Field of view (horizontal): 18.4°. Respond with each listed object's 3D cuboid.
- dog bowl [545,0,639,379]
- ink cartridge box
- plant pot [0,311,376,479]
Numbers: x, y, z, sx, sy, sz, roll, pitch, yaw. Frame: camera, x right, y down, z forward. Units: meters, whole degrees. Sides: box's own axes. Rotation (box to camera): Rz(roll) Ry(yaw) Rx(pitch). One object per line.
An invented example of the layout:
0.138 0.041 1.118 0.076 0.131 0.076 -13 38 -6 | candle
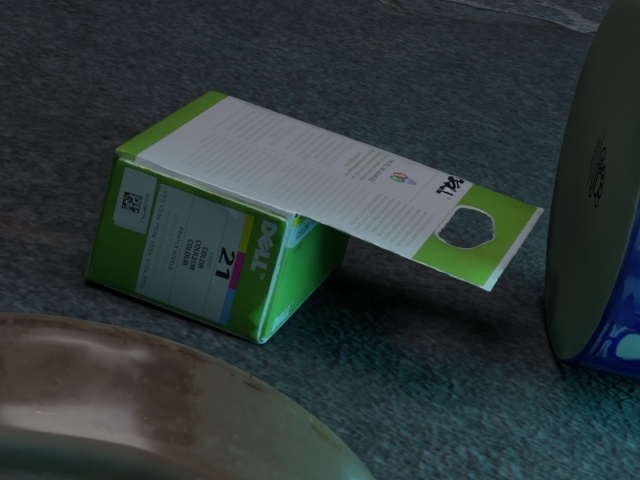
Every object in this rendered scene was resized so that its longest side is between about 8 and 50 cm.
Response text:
0.234 -0.036 1.327 0.104 0.265 0.265 10 21 -5 | dog bowl
0.000 0.000 1.320 0.255 0.097 0.189 20 21 11 | ink cartridge box
-0.097 0.190 0.606 0.263 0.263 0.229 11 38 -8 | plant pot
